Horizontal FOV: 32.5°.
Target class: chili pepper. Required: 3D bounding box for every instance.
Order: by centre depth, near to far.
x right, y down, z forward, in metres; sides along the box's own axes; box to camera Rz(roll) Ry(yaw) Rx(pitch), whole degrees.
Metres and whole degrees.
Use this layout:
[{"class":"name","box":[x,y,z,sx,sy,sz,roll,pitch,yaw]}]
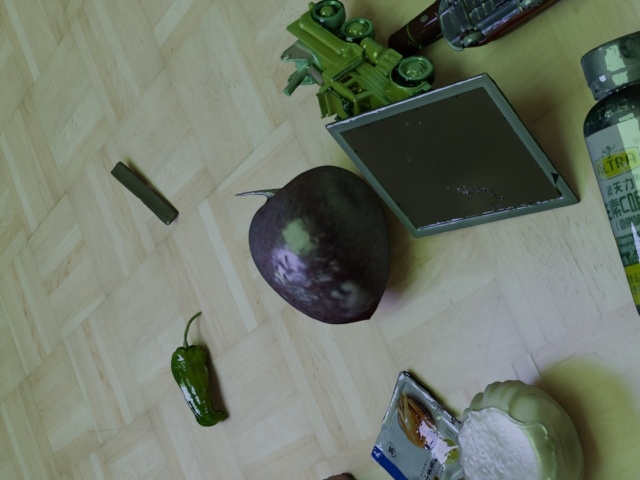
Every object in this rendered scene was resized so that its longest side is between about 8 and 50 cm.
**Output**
[{"class":"chili pepper","box":[-0.234,0.243,2.002,0.072,0.073,0.204,-37,69,63]}]

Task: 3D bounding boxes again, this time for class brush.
[{"class":"brush","box":[-0.329,-0.087,2.064,0.190,0.027,0.034,39,91,32]}]

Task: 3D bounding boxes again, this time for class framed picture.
[{"class":"framed picture","box":[0.161,-0.100,1.375,0.273,0.016,0.216,-11,127,46]}]

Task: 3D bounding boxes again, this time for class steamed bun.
[{"class":"steamed bun","box":[0.258,0.262,1.385,0.183,0.106,0.183,21,118,49]}]

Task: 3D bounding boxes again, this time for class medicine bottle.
[{"class":"medicine bottle","box":[0.362,-0.070,1.147,0.141,0.141,0.293,-21,82,50]}]

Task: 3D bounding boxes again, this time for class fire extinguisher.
[{"class":"fire extinguisher","box":[0.141,-0.283,1.438,0.132,0.039,0.056,-30,66,49]}]

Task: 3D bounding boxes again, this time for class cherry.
[{"class":"cherry","box":[0.000,0.000,1.570,0.266,0.183,0.213,55,146,4]}]

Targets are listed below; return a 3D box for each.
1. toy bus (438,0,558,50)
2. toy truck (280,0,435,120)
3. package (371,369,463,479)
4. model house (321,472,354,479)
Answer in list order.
[{"class":"toy bus","box":[0.222,-0.290,1.309,0.174,0.077,0.079,-29,77,50]},{"class":"toy truck","box":[0.045,-0.206,1.471,0.259,0.135,0.128,37,155,35]},{"class":"package","box":[0.148,0.302,1.586,0.171,0.027,0.173,40,124,38]},{"class":"model house","box":[-0.002,0.517,1.655,0.237,0.237,0.202,42,127,36]}]
